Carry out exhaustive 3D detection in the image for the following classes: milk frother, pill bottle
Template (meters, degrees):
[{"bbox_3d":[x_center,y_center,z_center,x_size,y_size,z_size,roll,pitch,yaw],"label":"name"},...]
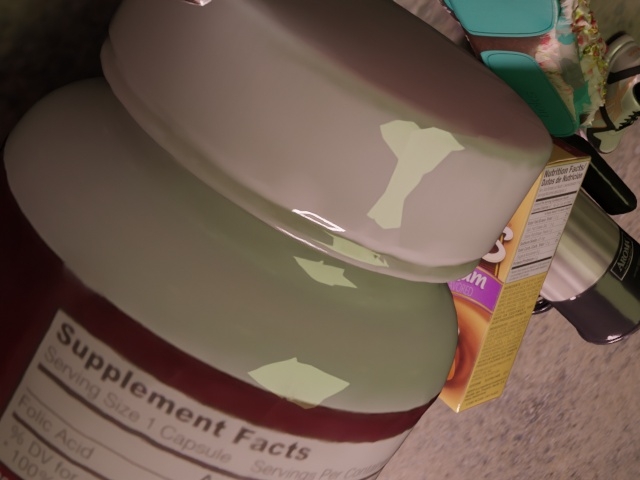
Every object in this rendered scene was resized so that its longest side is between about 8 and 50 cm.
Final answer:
[{"bbox_3d":[0.164,0.004,0.872,0.134,0.129,0.143,40,130,-24],"label":"milk frother"},{"bbox_3d":[-0.077,0.065,0.547,0.224,0.224,0.392,6,123,-50],"label":"pill bottle"}]

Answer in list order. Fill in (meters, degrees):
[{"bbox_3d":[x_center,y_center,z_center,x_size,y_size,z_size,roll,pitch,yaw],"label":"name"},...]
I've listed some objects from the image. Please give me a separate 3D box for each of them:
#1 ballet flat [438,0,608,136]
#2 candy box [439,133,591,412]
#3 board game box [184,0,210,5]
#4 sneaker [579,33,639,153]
[{"bbox_3d":[0.123,-0.145,0.680,0.077,0.091,0.241,-70,156,-15],"label":"ballet flat"},{"bbox_3d":[0.093,0.005,0.752,0.053,0.109,0.187,-11,127,-41],"label":"candy box"},{"bbox_3d":[-0.022,-0.246,0.311,0.193,0.053,0.305,-34,124,-15],"label":"board game box"},{"bbox_3d":[0.225,-0.101,0.859,0.040,0.044,0.109,-32,148,-21],"label":"sneaker"}]
